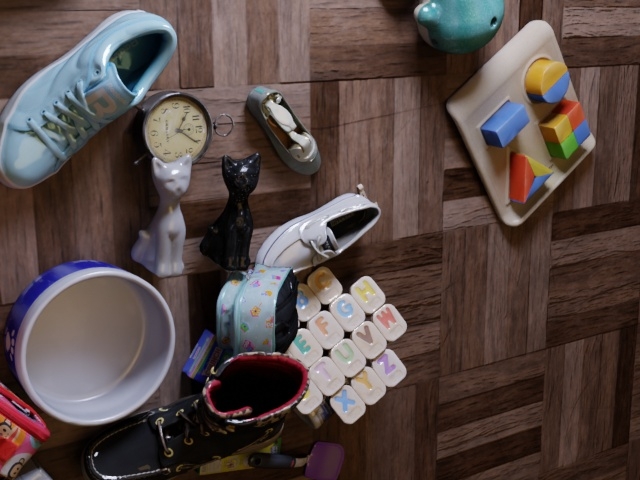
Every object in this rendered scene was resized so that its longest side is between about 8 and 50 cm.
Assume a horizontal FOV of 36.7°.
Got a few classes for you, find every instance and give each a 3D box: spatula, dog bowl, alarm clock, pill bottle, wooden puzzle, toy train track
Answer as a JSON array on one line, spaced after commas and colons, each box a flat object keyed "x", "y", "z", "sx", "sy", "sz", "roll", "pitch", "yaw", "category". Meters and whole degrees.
[{"x": -0.047, "y": 0.439, "z": 1.920, "sx": 0.296, "sy": 0.030, "sz": 0.084, "roll": 20, "pitch": 89, "yaw": -54, "category": "spatula"}, {"x": -0.384, "y": 0.169, "z": 1.607, "sx": 0.265, "sy": 0.104, "sz": 0.264, "roll": -8, "pitch": 105, "yaw": -32, "category": "dog bowl"}, {"x": -0.235, "y": -0.191, "z": 1.646, "sx": 0.192, "sy": 0.064, "sz": 0.129, "roll": -8, "pitch": 105, "yaw": -29, "category": "alarm clock"}, {"x": 0.020, "y": 0.284, "z": 1.912, "sx": 0.169, "sy": 0.094, "sz": 0.094, "roll": -42, "pitch": 121, "yaw": -19, "category": "pill bottle"}, {"x": 0.458, "y": -0.248, "z": 2.090, "sx": 0.322, "sy": 0.080, "sz": 0.347, "roll": -44, "pitch": 121, "yaw": -18, "category": "wooden puzzle"}, {"x": 0.094, "y": -0.075, "z": 1.926, "sx": 0.048, "sy": 0.014, "sz": 0.083, "roll": -36, "pitch": 118, "yaw": -22, "category": "toy train track"}]

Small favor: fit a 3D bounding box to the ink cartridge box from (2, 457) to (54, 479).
[{"x": -0.522, "y": 0.589, "z": 1.638, "sx": 0.330, "sy": 0.071, "sz": 0.324, "roll": -39, "pitch": 121, "yaw": -17, "category": "ink cartridge box"}]

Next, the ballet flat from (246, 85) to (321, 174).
[{"x": -0.056, "y": -0.194, "z": 1.763, "sx": 0.072, "sy": 0.068, "sz": 0.213, "roll": -49, "pitch": 123, "yaw": -14, "category": "ballet flat"}]

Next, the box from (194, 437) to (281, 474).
[{"x": -0.156, "y": 0.386, "z": 1.852, "sx": 0.179, "sy": 0.043, "sz": 0.105, "roll": 2, "pitch": 100, "yaw": -32, "category": "box"}]

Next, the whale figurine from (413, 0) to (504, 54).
[{"x": 0.271, "y": -0.476, "z": 1.833, "sx": 0.216, "sy": 0.141, "sz": 0.272, "roll": -42, "pitch": 144, "yaw": -20, "category": "whale figurine"}]

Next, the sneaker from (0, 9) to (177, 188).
[{"x": -0.366, "y": -0.225, "z": 1.497, "sx": 0.135, "sy": 0.150, "sz": 0.366, "roll": 45, "pitch": 76, "yaw": -32, "category": "sneaker"}]

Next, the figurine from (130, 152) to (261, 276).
[{"x": -0.207, "y": -0.052, "z": 1.654, "sx": 0.215, "sy": 0.092, "sz": 0.209, "roll": -4, "pitch": 118, "yaw": -33, "category": "figurine"}]

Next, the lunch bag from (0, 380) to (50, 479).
[{"x": -0.546, "y": 0.229, "z": 1.417, "sx": 0.120, "sy": 0.258, "sz": 0.293, "roll": -51, "pitch": 124, "yaw": -13, "category": "lunch bag"}]

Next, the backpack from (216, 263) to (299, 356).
[{"x": -0.111, "y": 0.139, "z": 1.716, "sx": 0.145, "sy": 0.188, "sz": 0.165, "roll": 3, "pitch": 110, "yaw": 0, "category": "backpack"}]

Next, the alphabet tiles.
[{"x": 0.031, "y": 0.202, "z": 1.870, "sx": 0.284, "sy": 0.021, "sz": 0.278, "roll": -38, "pitch": 92, "yaw": -20, "category": "alphabet tiles"}]

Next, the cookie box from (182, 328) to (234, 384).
[{"x": -0.189, "y": 0.229, "z": 1.792, "sx": 0.107, "sy": 0.040, "sz": 0.091, "roll": 33, "pitch": 83, "yaw": -34, "category": "cookie box"}]

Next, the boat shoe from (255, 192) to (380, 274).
[{"x": 0.000, "y": 0.000, "z": 1.834, "sx": 0.268, "sy": 0.088, "sz": 0.096, "roll": -29, "pitch": 116, "yaw": -24, "category": "boat shoe"}]

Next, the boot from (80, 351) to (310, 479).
[{"x": -0.206, "y": 0.306, "z": 1.630, "sx": 0.378, "sy": 0.284, "sz": 0.138, "roll": -8, "pitch": 66, "yaw": -23, "category": "boot"}]
